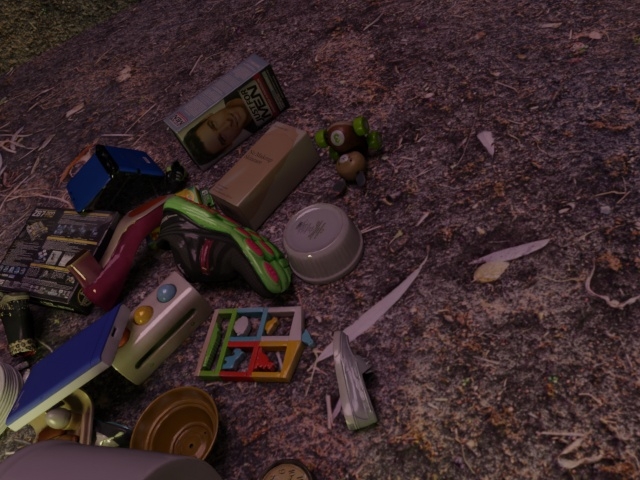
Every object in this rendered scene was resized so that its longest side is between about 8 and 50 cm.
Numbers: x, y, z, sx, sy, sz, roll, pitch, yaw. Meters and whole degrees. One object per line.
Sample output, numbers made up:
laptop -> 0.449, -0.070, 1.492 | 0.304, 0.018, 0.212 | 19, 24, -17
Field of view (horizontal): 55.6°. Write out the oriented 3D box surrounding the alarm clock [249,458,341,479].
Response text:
alarm clock -> -0.048, 0.503, 1.207 | 0.192, 0.064, 0.129 | -19, 47, 12

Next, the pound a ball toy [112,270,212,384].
pound a ball toy -> -0.475, 0.216, 1.588 | 0.319, 0.136, 0.208 | -45, 49, -15

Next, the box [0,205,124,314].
box -> -0.815, 0.050, 1.891 | 0.395, 0.097, 0.318 | 4, 62, 29

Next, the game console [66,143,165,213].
game console -> -0.685, -0.199, 2.019 | 0.293, 0.250, 0.173 | 40, 119, 53

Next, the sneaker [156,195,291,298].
sneaker -> -0.267, 0.046, 1.640 | 0.483, 0.185, 0.202 | 29, 95, 36

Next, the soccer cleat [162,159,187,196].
soccer cleat -> -0.475, -0.196, 1.939 | 0.060, 0.072, 0.179 | -17, 30, 14

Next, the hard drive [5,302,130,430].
hard drive -> -0.607, 0.302, 1.471 | 0.318, 0.040, 0.210 | -34, 27, 16

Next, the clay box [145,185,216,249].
clay box -> -0.429, -0.075, 1.836 | 0.222, 0.053, 0.127 | -24, 68, 7

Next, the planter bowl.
planter bowl -> -0.306, 0.445, 1.353 | 0.217, 0.090, 0.217 | -13, 48, 15

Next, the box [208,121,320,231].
box -> -0.161, -0.193, 1.788 | 0.148, 0.121, 0.311 | 24, 66, 38

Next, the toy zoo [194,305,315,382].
toy zoo -> -0.152, 0.251, 1.483 | 0.293, 0.030, 0.192 | -4, 52, 22

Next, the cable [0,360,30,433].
cable -> -0.930, 0.445, 1.639 | 0.257, 0.089, 0.257 | -16, 48, 12

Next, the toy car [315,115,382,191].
toy car -> 0.077, -0.227, 1.708 | 0.155, 0.149, 0.188 | -13, 60, 31

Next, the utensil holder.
utensil holder -> -0.399, 0.540, 1.112 | 0.385, 0.327, 0.327 | -10, 49, 32

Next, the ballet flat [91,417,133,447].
ballet flat -> -0.521, 0.465, 1.451 | 0.203, 0.074, 0.074 | 4, 55, 35

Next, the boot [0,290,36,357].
boot -> -0.888, 0.255, 1.765 | 0.236, 0.085, 0.179 | -29, 71, 50

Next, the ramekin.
ramekin -> 0.000, 0.000, 1.567 | 0.207, 0.109, 0.207 | -13, 49, 15

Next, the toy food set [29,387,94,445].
toy food set -> -0.639, 0.513, 1.403 | 0.219, 0.092, 0.306 | -30, 48, 23

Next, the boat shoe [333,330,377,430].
boat shoe -> 0.078, 0.297, 1.319 | 0.081, 0.079, 0.227 | -12, 53, 3

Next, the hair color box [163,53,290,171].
hair color box -> -0.302, -0.419, 1.995 | 0.374, 0.185, 0.113 | -39, 48, -9

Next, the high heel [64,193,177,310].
high heel -> -0.538, 0.027, 1.775 | 0.377, 0.181, 0.127 | -39, 26, -15

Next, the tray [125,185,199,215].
tray -> -0.509, -0.088, 1.925 | 0.270, 0.030, 0.145 | -20, 47, 8
